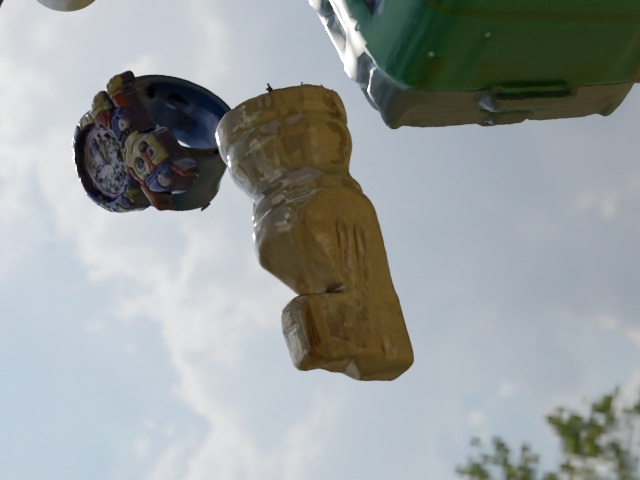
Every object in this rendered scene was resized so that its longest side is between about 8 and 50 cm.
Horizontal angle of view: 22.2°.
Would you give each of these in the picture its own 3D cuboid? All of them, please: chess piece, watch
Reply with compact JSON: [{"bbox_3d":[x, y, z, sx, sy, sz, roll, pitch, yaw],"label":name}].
[{"bbox_3d":[0.000,0.000,1.599,0.137,0.137,0.301,49,-161,-64],"label":"chess piece"},{"bbox_3d":[-0.196,-0.120,2.070,0.200,0.196,0.171,-22,-24,-45],"label":"watch"}]

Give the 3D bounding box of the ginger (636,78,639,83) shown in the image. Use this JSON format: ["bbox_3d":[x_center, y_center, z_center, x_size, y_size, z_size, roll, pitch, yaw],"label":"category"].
[{"bbox_3d":[0.351,-0.287,1.734,0.223,0.200,0.269,-50,20,50],"label":"ginger"}]

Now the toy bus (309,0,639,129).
[{"bbox_3d":[0.067,-0.240,0.902,0.183,0.343,0.199,-7,-36,-29],"label":"toy bus"}]

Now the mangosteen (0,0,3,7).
[{"bbox_3d":[-0.443,-0.386,1.836,0.293,0.297,0.297,48,-143,-7],"label":"mangosteen"}]

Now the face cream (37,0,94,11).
[{"bbox_3d":[-0.229,-0.301,1.472,0.269,0.082,0.082,114,174,-69],"label":"face cream"}]
